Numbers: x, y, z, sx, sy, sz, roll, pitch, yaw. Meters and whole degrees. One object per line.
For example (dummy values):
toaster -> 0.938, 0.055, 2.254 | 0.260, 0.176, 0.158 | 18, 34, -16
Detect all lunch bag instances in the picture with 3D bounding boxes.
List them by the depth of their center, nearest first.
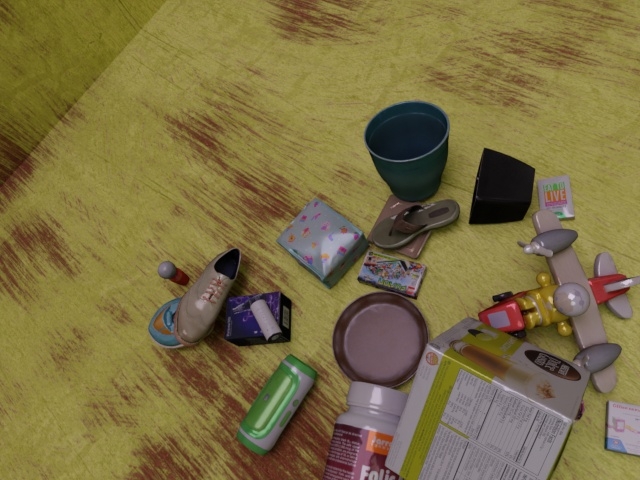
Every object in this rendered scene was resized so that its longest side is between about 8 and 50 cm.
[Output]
lunch bag -> 0.000, 0.000, 1.830 | 0.262, 0.160, 0.223 | 39, 85, 26

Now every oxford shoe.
oxford shoe -> -0.383, 0.176, 1.820 | 0.146, 0.140, 0.397 | -46, 20, 45

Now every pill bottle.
pill bottle -> 0.130, 0.604, 1.449 | 0.223, 0.224, 0.393 | 6, 69, 24

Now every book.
book -> 0.740, -0.130, 1.672 | 0.096, 0.035, 0.144 | -7, 65, 23

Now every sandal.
sandal -> 0.303, -0.070, 1.737 | 0.302, 0.086, 0.120 | -25, 56, 13

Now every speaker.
speaker -> -0.135, 0.510, 1.658 | 0.131, 0.131, 0.297 | 28, 78, 30
speaker -> -0.175, 0.257, 1.708 | 0.055, 0.055, 0.136 | -36, 59, 3

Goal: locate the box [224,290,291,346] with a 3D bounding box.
box -> -0.212, 0.271, 1.813 | 0.206, 0.108, 0.153 | -10, 63, 17

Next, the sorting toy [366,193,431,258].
sorting toy -> 0.285, -0.049, 1.813 | 0.208, 0.038, 0.193 | 21, 75, 33

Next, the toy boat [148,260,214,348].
toy boat -> -0.525, 0.232, 1.932 | 0.267, 0.148, 0.318 | -22, 60, 11

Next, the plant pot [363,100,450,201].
plant pot -> 0.303, -0.277, 1.769 | 0.271, 0.255, 0.272 | -10, 52, 13

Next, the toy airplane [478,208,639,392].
toy airplane -> 0.671, 0.158, 1.416 | 0.386, 0.272, 0.385 | 29, 88, 13

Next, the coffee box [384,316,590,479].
coffee box -> 0.411, 0.431, 1.284 | 0.334, 0.337, 0.339 | 24, 107, 29

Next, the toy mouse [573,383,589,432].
toy mouse -> 0.664, 0.429, 1.433 | 0.143, 0.031, 0.161 | -36, 58, 3

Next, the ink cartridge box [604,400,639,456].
ink cartridge box -> 0.778, 0.479, 1.352 | 0.088, 0.052, 0.123 | 4, 66, 24

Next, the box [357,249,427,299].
box -> 0.236, 0.112, 1.752 | 0.206, 0.036, 0.114 | 14, 72, 27

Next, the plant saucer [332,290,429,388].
plant saucer -> 0.189, 0.313, 1.668 | 0.310, 0.050, 0.311 | -9, 64, 18

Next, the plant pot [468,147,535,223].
plant pot -> 0.572, -0.156, 1.670 | 0.166, 0.187, 0.188 | 11, 70, 13
